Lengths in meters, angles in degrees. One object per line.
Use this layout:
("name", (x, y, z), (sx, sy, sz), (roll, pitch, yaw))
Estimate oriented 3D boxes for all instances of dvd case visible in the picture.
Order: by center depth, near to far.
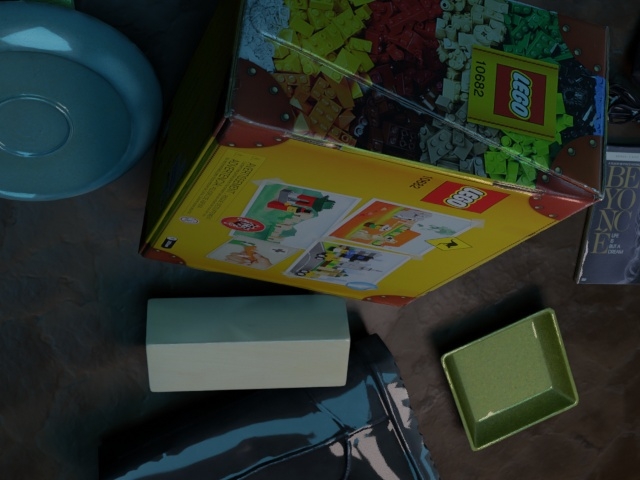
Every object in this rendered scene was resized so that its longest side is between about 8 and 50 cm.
("dvd case", (0.481, -0.037, 1.693), (0.164, 0.018, 0.221), (1, 110, -16))

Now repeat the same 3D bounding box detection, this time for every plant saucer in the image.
("plant saucer", (-0.345, -0.146, 1.325), (0.317, 0.044, 0.318), (-6, 141, -5))
("plant saucer", (0.286, 0.206, 1.720), (0.188, 0.045, 0.188), (-23, 116, -5))

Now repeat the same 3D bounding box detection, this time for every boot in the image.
("boot", (-0.059, 0.379, 1.634), (0.445, 0.146, 0.367), (-24, 106, -9))

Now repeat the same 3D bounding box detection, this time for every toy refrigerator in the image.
("toy refrigerator", (-0.100, 0.137, 1.529), (0.269, 0.094, 0.102), (-2, 135, -5))

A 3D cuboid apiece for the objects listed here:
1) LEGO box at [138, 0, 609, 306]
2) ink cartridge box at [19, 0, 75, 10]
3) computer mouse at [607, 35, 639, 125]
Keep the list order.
("LEGO box", (0.028, -0.095, 1.251), (0.372, 0.500, 0.193), (11, 72, -16))
("ink cartridge box", (-0.327, -0.319, 1.308), (0.062, 0.109, 0.209), (-10, 113, -12))
("computer mouse", (0.498, -0.282, 1.578), (0.188, 0.072, 0.272), (17, 118, -23))
